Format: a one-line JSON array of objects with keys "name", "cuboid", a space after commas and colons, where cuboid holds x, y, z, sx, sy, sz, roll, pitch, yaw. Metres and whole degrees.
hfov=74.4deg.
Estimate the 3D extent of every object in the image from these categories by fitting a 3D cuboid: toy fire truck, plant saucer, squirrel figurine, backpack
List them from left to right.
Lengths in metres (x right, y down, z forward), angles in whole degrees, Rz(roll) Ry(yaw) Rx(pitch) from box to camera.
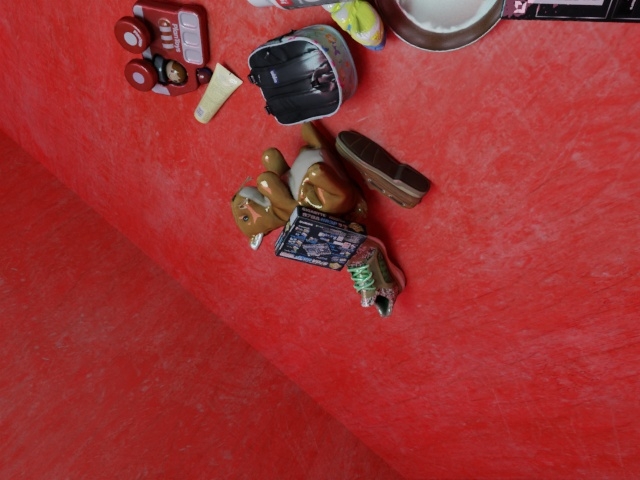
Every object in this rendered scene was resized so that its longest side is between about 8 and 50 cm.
[{"name": "toy fire truck", "cuboid": [-0.474, -0.592, 1.331, 0.253, 0.170, 0.302, 13, 139, 3]}, {"name": "squirrel figurine", "cuboid": [-0.068, -0.102, 1.319, 0.370, 0.281, 0.397, -33, 136, 19]}, {"name": "backpack", "cuboid": [-0.029, -0.429, 1.086, 0.253, 0.191, 0.225, 7, 135, 44]}, {"name": "plant saucer", "cuboid": [0.249, -0.551, 0.856, 0.310, 0.050, 0.311, 21, 138, 20]}]

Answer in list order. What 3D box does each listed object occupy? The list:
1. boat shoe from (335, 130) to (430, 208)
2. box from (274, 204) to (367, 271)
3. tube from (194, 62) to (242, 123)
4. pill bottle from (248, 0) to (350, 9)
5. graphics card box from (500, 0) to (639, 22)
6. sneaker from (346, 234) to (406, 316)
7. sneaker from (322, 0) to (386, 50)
[{"name": "boat shoe", "cuboid": [0.162, -0.195, 1.225, 0.307, 0.111, 0.104, 37, 141, 4]}, {"name": "box", "cuboid": [0.000, 0.000, 1.216, 0.220, 0.051, 0.175, 15, 135, -21]}, {"name": "tube", "cuboid": [-0.349, -0.482, 1.406, 0.240, 0.070, 0.062, -33, 74, 48]}, {"name": "pill bottle", "cuboid": [-0.030, -0.580, 0.884, 0.283, 0.161, 0.161, 10, 133, 30]}, {"name": "graphics card box", "cuboid": [0.478, -0.404, 0.632, 0.370, 0.233, 0.094, 12, 136, 20]}, {"name": "sneaker", "cuboid": [0.163, 0.123, 1.406, 0.157, 0.182, 0.410, -17, 136, 35]}, {"name": "sneaker", "cuboid": [0.075, -0.530, 0.987, 0.091, 0.126, 0.240, -34, 71, 20]}]
